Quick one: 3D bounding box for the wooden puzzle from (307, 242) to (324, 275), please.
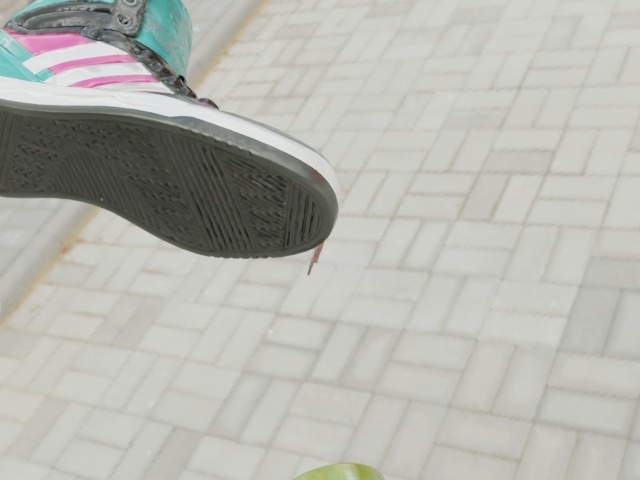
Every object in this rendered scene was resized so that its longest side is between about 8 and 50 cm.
[{"bbox_3d":[0.000,0.000,1.042,0.006,0.083,0.049,17,43,-4],"label":"wooden puzzle"}]

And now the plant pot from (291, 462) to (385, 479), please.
[{"bbox_3d":[0.056,0.611,1.617,0.366,0.366,0.353,-23,46,3],"label":"plant pot"}]

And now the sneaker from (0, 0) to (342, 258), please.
[{"bbox_3d":[-0.108,-0.095,0.598,0.295,0.124,0.178,15,48,13],"label":"sneaker"}]
